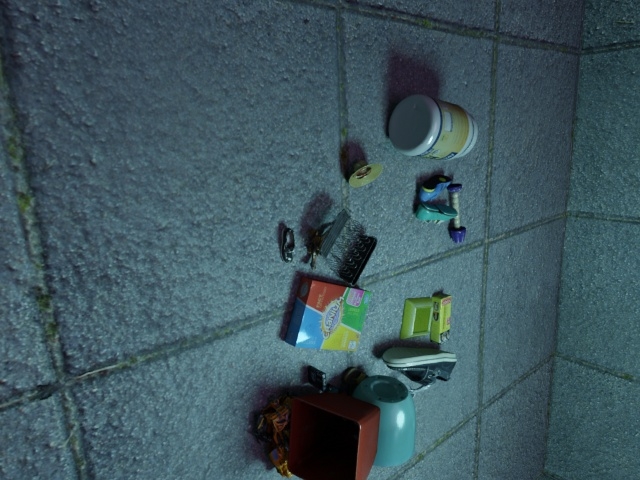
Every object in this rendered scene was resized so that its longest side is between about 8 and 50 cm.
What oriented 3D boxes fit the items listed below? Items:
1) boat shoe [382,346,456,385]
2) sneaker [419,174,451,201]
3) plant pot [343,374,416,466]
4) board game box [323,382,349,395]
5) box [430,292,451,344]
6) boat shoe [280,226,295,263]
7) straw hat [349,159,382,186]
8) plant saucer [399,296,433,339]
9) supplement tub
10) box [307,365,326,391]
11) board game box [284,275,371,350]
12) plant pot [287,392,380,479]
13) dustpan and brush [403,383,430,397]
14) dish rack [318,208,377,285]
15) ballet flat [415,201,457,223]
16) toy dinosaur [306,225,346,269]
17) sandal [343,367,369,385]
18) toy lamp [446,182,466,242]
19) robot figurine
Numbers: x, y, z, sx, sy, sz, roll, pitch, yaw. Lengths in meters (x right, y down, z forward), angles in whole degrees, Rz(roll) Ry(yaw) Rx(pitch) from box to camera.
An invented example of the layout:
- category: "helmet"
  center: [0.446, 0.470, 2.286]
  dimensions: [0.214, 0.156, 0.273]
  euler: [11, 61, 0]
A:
- category: "boat shoe"
  center: [0.448, 0.562, 2.015]
  dimensions: [0.500, 0.186, 0.156]
  euler: [17, 81, -47]
- category: "sneaker"
  center: [0.496, -0.226, 1.980]
  dimensions: [0.209, 0.069, 0.082]
  euler: [-29, 142, -39]
- category: "plant pot"
  center: [0.233, 0.669, 1.754]
  dimensions: [0.293, 0.293, 0.235]
  euler: [-9, 112, -39]
- category: "board game box"
  center: [0.031, 0.665, 1.773]
  dimensions: [0.126, 0.026, 0.186]
  euler: [39, 73, -38]
- category: "box"
  center: [0.574, 0.374, 2.164]
  dimensions: [0.087, 0.058, 0.232]
  euler: [-10, 105, -39]
- category: "boat shoe"
  center: [-0.104, 0.019, 1.516]
  dimensions: [0.046, 0.038, 0.125]
  euler: [-6, 103, -40]
- category: "straw hat"
  center: [0.153, -0.261, 1.664]
  dimensions: [0.144, 0.144, 0.061]
  euler: [-9, 63, -40]
- category: "plant saucer"
  center: [0.447, 0.357, 2.060]
  dimensions: [0.188, 0.045, 0.188]
  euler: [3, 97, -42]
- category: "supplement tub"
  center: [0.447, -0.433, 1.777]
  dimensions: [0.316, 0.228, 0.228]
  euler: [-2, 100, -40]
- category: "box"
  center: [-0.012, 0.505, 1.664]
  dimensions: [0.018, 0.083, 0.067]
  euler: [-13, 108, -39]
- category: "board game box"
  center: [0.035, 0.277, 1.672]
  dimensions: [0.316, 0.064, 0.242]
  euler: [15, 88, -42]
- category: "plant pot"
  center: [0.070, 0.670, 1.563]
  dimensions: [0.235, 0.267, 0.267]
  euler: [-2, 98, -55]
- category: "dustpan and brush"
  center: [0.378, 0.658, 1.972]
  dimensions: [0.211, 0.060, 0.147]
  euler: [-36, 130, 16]
- category: "dish rack"
  center: [0.098, 0.021, 1.635]
  dimensions: [0.208, 0.074, 0.271]
  euler: [-61, 147, -15]
- category: "ballet flat"
  center: [0.502, -0.115, 1.999]
  dimensions: [0.247, 0.083, 0.087]
  euler: [4, 131, -39]
- category: "toy dinosaur"
  center: [0.000, 0.000, 1.602]
  dimensions: [0.211, 0.064, 0.112]
  euler: [-59, 147, -16]
- category: "sandal"
  center: [0.162, 0.569, 1.852]
  dimensions: [0.180, 0.049, 0.072]
  euler: [35, 76, -40]
- category: "toy lamp"
  center: [0.629, -0.122, 2.099]
  dimensions: [0.080, 0.080, 0.275]
  euler: [-26, 114, -35]
- category: "robot figurine"
  center: [-0.120, 0.678, 1.605]
  dimensions: [0.211, 0.085, 0.291]
  euler: [-29, 117, -35]
